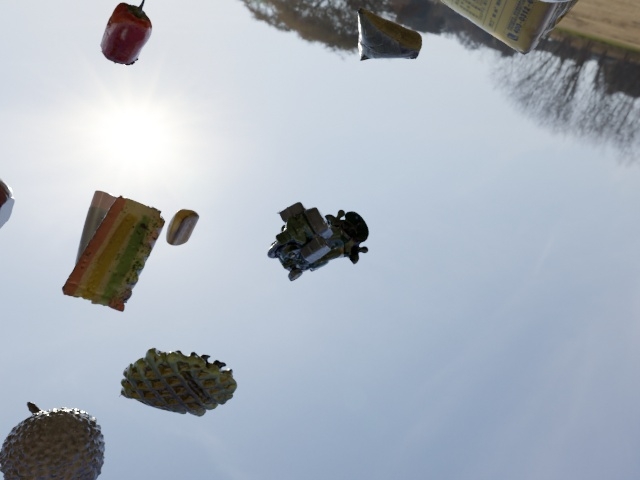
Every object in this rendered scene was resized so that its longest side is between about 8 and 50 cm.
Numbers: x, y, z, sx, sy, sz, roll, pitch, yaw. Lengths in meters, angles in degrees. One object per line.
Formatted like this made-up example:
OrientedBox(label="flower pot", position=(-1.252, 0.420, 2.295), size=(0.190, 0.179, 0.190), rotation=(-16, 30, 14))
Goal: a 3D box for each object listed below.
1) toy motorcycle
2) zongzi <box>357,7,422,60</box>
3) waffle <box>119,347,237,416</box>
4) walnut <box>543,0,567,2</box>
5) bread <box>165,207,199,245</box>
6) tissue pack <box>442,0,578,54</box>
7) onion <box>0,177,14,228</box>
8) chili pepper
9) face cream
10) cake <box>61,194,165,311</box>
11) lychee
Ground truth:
OrientedBox(label="toy motorcycle", position=(0.000, 0.000, 0.963), size=(0.124, 0.187, 0.275), rotation=(58, -174, 17))
OrientedBox(label="zongzi", position=(0.167, -0.493, 1.155), size=(0.160, 0.078, 0.176), rotation=(-1, 170, 4))
OrientedBox(label="waffle", position=(-0.273, 0.278, 0.942), size=(0.214, 0.208, 0.054), rotation=(23, -143, -25))
OrientedBox(label="walnut", position=(0.231, -0.342, 0.446), size=(0.228, 0.227, 0.228), rotation=(13, -152, -7))
OrientedBox(label="bread", position=(-0.385, -0.041, 1.341), size=(0.056, 0.115, 0.082), rotation=(40, -153, 17))
OrientedBox(label="tissue pack", position=(0.333, -0.539, 0.771), size=(0.293, 0.228, 0.382), rotation=(39, 172, 12))
OrientedBox(label="onion", position=(-0.725, -0.042, 0.982), size=(0.140, 0.218, 0.195), rotation=(25, -166, -13))
OrientedBox(label="chili pepper", position=(-0.426, -0.486, 1.100), size=(0.084, 0.192, 0.086), rotation=(50, -142, 4))
OrientedBox(label="face cream", position=(-0.563, -0.024, 1.239), size=(0.057, 0.198, 0.084), rotation=(0, 161, 28))
OrientedBox(label="cake", position=(-0.390, 0.032, 0.936), size=(0.110, 0.090, 0.225), rotation=(27, -125, -18))
OrientedBox(label="lychee", position=(-0.472, 0.368, 0.866), size=(0.165, 0.165, 0.197), rotation=(-6, -128, -37))
